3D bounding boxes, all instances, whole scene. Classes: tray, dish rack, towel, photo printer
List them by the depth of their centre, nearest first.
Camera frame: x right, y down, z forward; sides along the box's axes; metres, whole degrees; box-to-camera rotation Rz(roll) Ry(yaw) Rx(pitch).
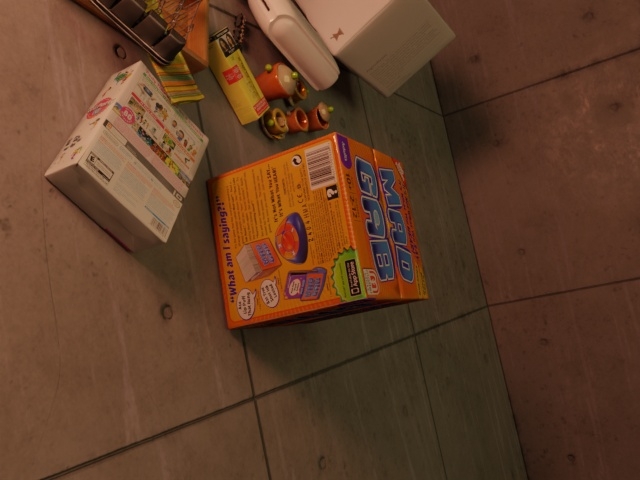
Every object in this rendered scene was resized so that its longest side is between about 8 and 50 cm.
[{"bbox_3d":[-0.335,-0.510,1.275,0.208,0.074,0.272,40,41,-35],"label":"dish rack"},{"bbox_3d":[-0.322,-0.392,1.298,0.237,0.021,0.102,65,29,-5],"label":"towel"},{"bbox_3d":[-0.403,-0.541,1.349,0.411,0.076,0.203,26,56,-53],"label":"tray"},{"bbox_3d":[-0.087,-0.603,1.820,0.307,0.107,0.256,39,21,-47],"label":"photo printer"}]

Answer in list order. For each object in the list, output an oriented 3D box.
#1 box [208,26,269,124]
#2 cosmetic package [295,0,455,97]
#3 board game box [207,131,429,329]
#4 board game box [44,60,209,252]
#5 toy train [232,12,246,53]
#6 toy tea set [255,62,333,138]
[{"bbox_3d":[-0.220,-0.421,1.624,0.232,0.058,0.087,63,31,-22],"label":"box"},{"bbox_3d":[0.181,-0.752,2.111,0.393,0.327,0.329,17,39,-57],"label":"cosmetic package"},{"bbox_3d":[0.000,0.000,1.503,0.356,0.356,0.357,8,69,-60],"label":"board game box"},{"bbox_3d":[-0.357,-0.164,1.227,0.224,0.097,0.303,51,38,-36],"label":"board game box"},{"bbox_3d":[-0.221,-0.555,1.718,0.036,0.027,0.158,41,43,-50],"label":"toy train"},{"bbox_3d":[-0.058,-0.403,1.830,0.336,0.124,0.200,-20,94,-61],"label":"toy tea set"}]
